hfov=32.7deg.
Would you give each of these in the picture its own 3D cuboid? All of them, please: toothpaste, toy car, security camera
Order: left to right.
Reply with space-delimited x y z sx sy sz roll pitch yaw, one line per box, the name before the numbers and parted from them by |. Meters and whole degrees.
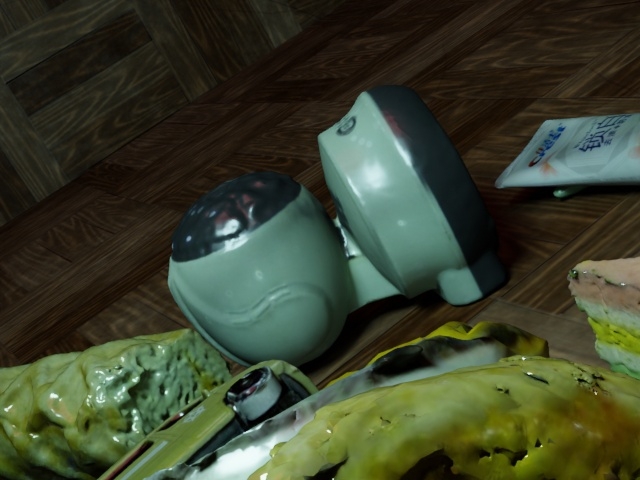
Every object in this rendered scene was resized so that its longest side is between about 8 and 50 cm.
toy car | -0.106 0.192 0.786 0.257 0.101 0.124 -41 18 -26
security camera | 0.000 0.000 0.987 0.277 0.191 0.197 -30 20 2
toothpaste | 0.287 -0.081 0.950 0.100 0.066 0.323 -50 26 -22

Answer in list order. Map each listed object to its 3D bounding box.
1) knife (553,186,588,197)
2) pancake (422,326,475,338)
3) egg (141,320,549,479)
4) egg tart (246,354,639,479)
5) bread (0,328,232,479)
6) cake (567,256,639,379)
knife | 0.346 -0.118 1.040 0.293 0.020 0.043 -30 17 -2
pancake | 0.095 0.107 0.827 0.139 0.022 0.139 -26 20 10
egg | 0.023 0.167 0.578 0.264 0.174 0.286 -35 -12 28
egg tart | 0.075 0.180 0.387 0.290 0.290 0.115 -39 -11 -25
bread | -0.203 0.158 0.947 0.268 0.152 0.130 -15 46 40
cake | 0.243 0.060 0.567 0.090 0.109 0.225 -37 27 -24
